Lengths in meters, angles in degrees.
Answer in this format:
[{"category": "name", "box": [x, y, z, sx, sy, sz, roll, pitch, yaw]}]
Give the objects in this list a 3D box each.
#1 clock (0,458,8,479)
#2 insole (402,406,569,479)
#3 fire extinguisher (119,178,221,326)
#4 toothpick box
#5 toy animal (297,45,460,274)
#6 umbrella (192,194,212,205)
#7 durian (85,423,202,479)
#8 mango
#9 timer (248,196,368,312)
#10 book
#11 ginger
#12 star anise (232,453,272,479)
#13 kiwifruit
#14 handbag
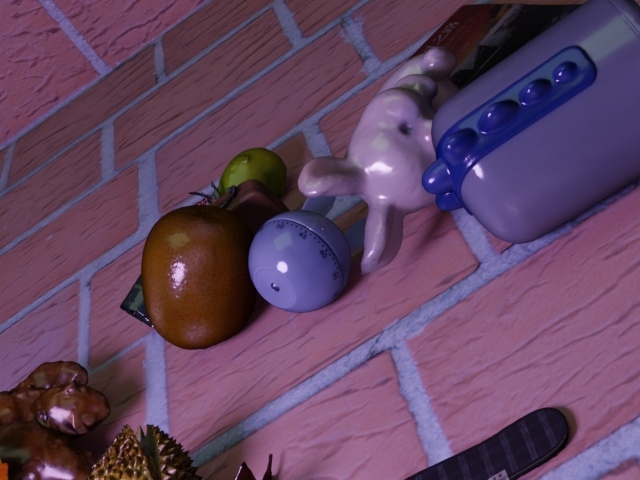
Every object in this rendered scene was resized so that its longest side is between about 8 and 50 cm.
[{"category": "clock", "box": [-0.526, 0.426, 1.549, 0.220, 0.255, 0.106, -32, -12, 35]}, {"category": "insole", "box": [0.147, 0.284, 1.223, 0.309, 0.012, 0.110, -32, 28, 11]}, {"category": "fire extinguisher", "box": [-0.242, 0.019, 1.927, 0.118, 0.093, 0.294, 24, 72, 20]}, {"category": "toothpick box", "box": [0.299, -0.148, 1.426, 0.355, 0.263, 0.263, -34, 29, 11]}, {"category": "toy animal", "box": [0.112, -0.122, 1.637, 0.241, 0.196, 0.367, -36, 12, 38]}, {"category": "umbrella", "box": [-0.270, -0.054, 2.177, 0.165, 0.025, 0.027, -29, 48, 21]}, {"category": "durian", "box": [-0.241, 0.369, 1.428, 0.193, 0.138, 0.237, -57, -9, -45]}, {"category": "mango", "box": [-0.138, -0.099, 2.017, 0.119, 0.100, 0.178, 3, 59, 45]}, {"category": "timer", "box": [-0.011, 0.019, 1.681, 0.175, 0.175, 0.255, -21, 6, 29]}, {"category": "book", "box": [0.293, -0.337, 1.948, 0.262, 0.028, 0.374, -48, 30, -14]}, {"category": "ginger", "box": [-0.466, 0.327, 1.726, 0.274, 0.152, 0.357, -32, 26, -15]}, {"category": "star anise", "box": [-0.081, 0.348, 1.359, 0.158, 0.144, 0.140, -21, 77, 41]}, {"category": "kiwifruit", "box": [-0.193, 0.064, 1.716, 0.196, 0.233, 0.196, 0, 21, 0]}, {"category": "handbag", "box": [-0.144, -0.010, 1.838, 0.193, 0.151, 0.072, -32, 27, 9]}]
